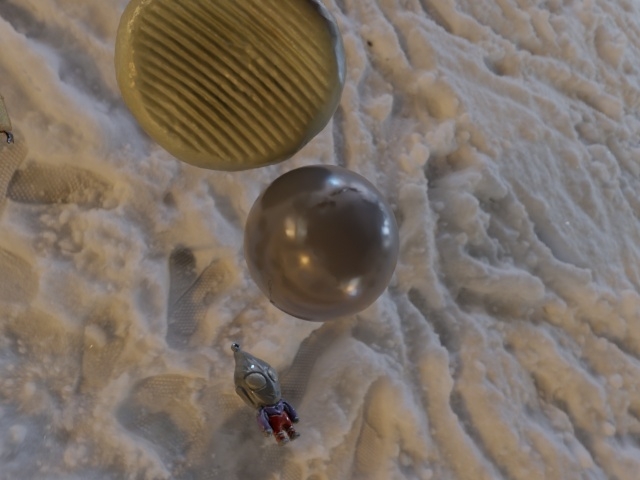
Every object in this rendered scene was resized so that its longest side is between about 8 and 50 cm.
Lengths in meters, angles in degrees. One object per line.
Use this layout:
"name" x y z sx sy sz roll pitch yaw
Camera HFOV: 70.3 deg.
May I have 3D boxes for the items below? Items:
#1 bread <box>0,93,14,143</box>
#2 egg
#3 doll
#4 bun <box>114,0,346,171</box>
"bread" -0.423 -0.132 0.511 0.122 0.149 0.073 -18 107 -16
"egg" 0.000 0.000 0.442 0.146 0.199 0.146 0 98 -2
"doll" -0.119 0.298 0.902 0.102 0.075 0.227 2 45 -51
"bun" -0.087 -0.175 0.465 0.222 0.127 0.222 -5 109 -13
